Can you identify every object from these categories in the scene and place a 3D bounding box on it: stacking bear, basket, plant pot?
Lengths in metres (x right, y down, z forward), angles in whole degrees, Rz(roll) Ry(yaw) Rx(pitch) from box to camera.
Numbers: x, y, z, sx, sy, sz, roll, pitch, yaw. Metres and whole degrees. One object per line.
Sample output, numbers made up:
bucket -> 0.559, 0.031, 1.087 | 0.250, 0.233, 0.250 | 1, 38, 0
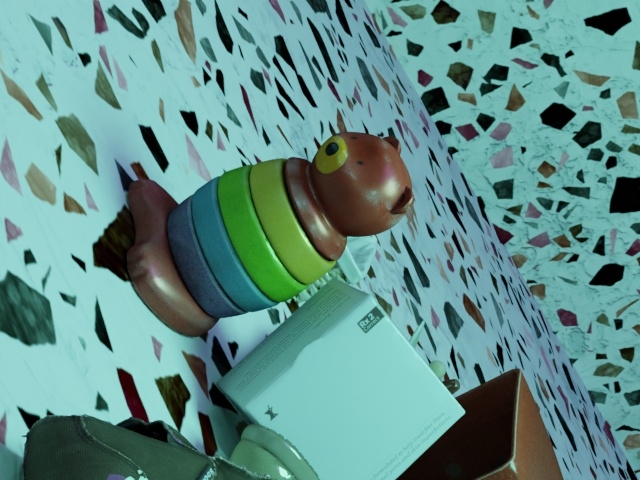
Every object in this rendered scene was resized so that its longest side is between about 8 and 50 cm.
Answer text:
stacking bear -> -0.040, -0.022, 1.771 | 0.164, 0.289, 0.175 | 54, 19, -38
basket -> 0.000, 0.000, 2.227 | 0.113, 0.103, 0.167 | 63, 15, -11
plant pot -> 0.166, 0.346, 1.922 | 0.235, 0.267, 0.267 | 58, 17, -11

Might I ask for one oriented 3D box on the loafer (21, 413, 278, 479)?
loafer -> -0.127, 0.207, 1.429 | 0.366, 0.134, 0.130 | 31, 38, -65

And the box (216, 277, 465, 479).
box -> 0.021, 0.169, 1.798 | 0.182, 0.181, 0.119 | 51, -8, -18

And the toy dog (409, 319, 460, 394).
toy dog -> 0.128, 0.195, 2.254 | 0.220, 0.161, 0.333 | 60, 16, -21

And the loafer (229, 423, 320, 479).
loafer -> -0.016, 0.305, 1.715 | 0.268, 0.092, 0.102 | 53, -18, -20
